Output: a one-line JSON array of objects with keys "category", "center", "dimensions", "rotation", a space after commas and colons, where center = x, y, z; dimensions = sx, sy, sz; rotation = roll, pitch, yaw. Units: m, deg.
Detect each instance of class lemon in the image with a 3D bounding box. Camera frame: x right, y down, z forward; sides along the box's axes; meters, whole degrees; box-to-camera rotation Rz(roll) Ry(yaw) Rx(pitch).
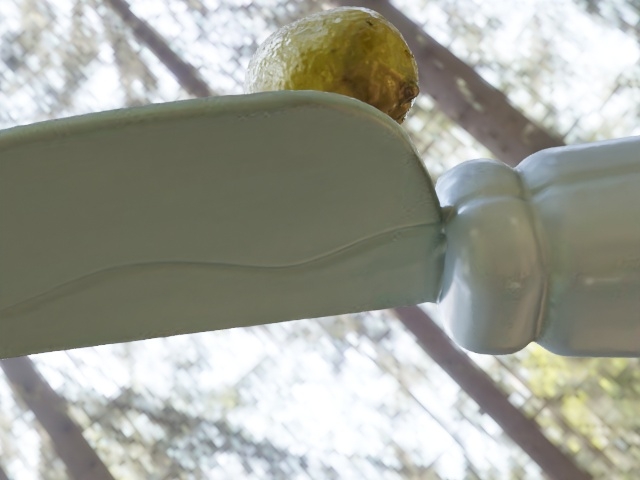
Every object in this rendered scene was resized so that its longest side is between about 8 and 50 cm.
[{"category": "lemon", "center": [0.002, -0.081, 0.937], "dimensions": [0.082, 0.110, 0.082], "rotation": [17, -114, -44]}]

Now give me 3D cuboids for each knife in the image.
[{"category": "knife", "center": [0.001, -0.001, 0.342], "dimensions": [0.331, 0.044, 0.080], "rotation": [-4, -36, -11]}]
